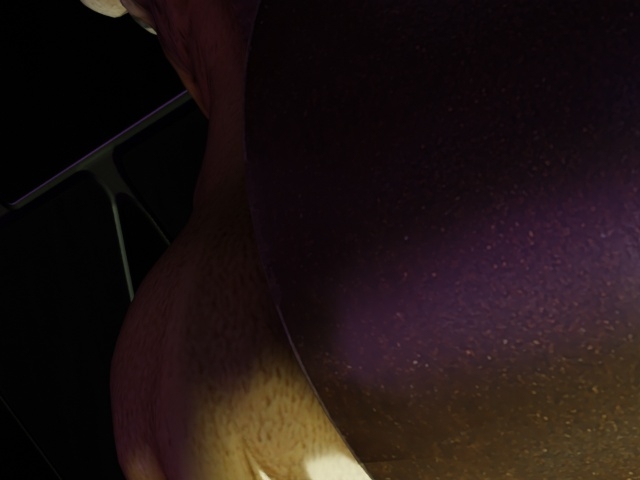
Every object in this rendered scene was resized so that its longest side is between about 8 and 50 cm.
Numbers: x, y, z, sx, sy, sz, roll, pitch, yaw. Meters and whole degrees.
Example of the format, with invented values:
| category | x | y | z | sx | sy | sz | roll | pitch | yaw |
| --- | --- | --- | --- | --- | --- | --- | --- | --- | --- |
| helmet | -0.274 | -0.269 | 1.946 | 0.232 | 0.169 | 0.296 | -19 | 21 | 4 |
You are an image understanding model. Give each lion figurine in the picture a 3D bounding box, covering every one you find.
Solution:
| category | x | y | z | sx | sy | sz | roll | pitch | yaw |
| --- | --- | --- | --- | --- | --- | --- | --- | --- | --- |
| lion figurine | 0.000 | 0.000 | 0.556 | 0.240 | 0.142 | 0.392 | 53 | -163 | -32 |

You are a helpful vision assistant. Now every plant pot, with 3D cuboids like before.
| category | x | y | z | sx | sy | sz | roll | pitch | yaw |
| --- | --- | --- | --- | --- | --- | --- | --- | --- | --- |
| plant pot | 0.137 | -0.035 | 0.438 | 0.230 | 0.215 | 0.215 | -20 | 107 | 43 |
